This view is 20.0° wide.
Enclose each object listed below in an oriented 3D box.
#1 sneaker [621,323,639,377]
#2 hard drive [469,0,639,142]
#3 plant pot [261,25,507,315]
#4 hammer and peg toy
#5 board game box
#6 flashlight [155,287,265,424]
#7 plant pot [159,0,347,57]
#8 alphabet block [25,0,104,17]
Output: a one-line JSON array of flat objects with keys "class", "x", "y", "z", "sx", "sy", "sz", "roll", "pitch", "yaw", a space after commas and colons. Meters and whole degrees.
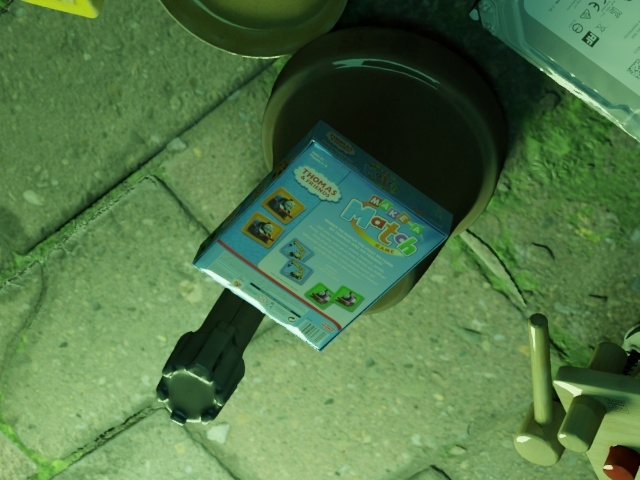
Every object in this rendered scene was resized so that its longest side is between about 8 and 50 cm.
[{"class": "sneaker", "x": 0.342, "y": 0.137, "z": 2.010, "sx": 0.040, "sy": 0.044, "sz": 0.109, "roll": 29, "pitch": 127, "yaw": 2}, {"class": "hard drive", "x": 0.344, "y": -0.208, "z": 1.757, "sx": 0.339, "sy": 0.064, "sz": 0.237, "roll": 35, "pitch": 129, "yaw": -6}, {"class": "plant pot", "x": 0.048, "y": -0.052, "z": 1.861, "sx": 0.263, "sy": 0.229, "sz": 0.263, "roll": 8, "pitch": 130, "yaw": 10}, {"class": "hammer and peg toy", "x": 0.344, "y": 0.221, "z": 1.932, "sx": 0.361, "sy": 0.127, "sz": 0.266, "roll": 9, "pitch": 145, "yaw": 33}, {"class": "board game box", "x": 0.000, "y": 0.000, "z": 1.738, "sx": 0.160, "sy": 0.039, "sz": 0.211, "roll": 35, "pitch": 130, "yaw": -14}, {"class": "flashlight", "x": -0.091, "y": 0.084, "z": 1.979, "sx": 0.103, "sy": 0.304, "sz": 0.103, "roll": -13, "pitch": 118, "yaw": 30}, {"class": "plant pot", "x": -0.075, "y": -0.300, "z": 1.880, "sx": 0.236, "sy": 0.032, "sz": 0.236, "roll": 11, "pitch": 127, "yaw": 15}, {"class": "alphabet block", "x": -0.292, "y": -0.358, "z": 1.775, "sx": 0.192, "sy": 0.197, "sz": 0.193, "roll": 15, "pitch": 167, "yaw": 13}]
